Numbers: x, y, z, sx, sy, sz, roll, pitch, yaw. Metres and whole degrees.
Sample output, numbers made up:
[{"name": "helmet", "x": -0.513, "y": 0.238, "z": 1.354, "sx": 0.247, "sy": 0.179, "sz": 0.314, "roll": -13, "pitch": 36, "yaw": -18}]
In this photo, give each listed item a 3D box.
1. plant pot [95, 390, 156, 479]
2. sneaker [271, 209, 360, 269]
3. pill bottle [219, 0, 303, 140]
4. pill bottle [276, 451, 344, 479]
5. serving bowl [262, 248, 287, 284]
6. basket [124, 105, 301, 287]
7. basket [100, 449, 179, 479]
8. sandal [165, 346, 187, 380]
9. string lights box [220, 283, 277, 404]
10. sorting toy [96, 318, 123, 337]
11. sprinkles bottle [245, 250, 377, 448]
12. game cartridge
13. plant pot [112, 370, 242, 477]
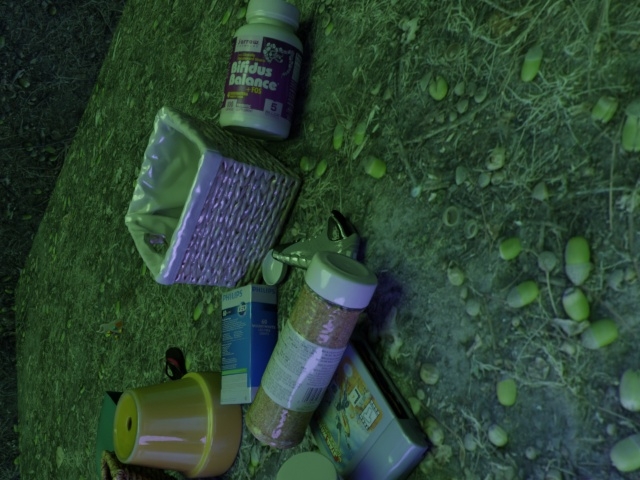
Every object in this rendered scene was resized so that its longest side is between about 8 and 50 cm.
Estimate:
[{"name": "plant pot", "x": -0.535, "y": 0.571, "z": 1.716, "sx": 0.165, "sy": 0.165, "sz": 0.234, "roll": 18, "pitch": 93, "yaw": 53}, {"name": "sneaker", "x": 0.000, "y": 0.000, "z": 1.238, "sx": 0.228, "sy": 0.086, "sz": 0.132, "roll": 13, "pitch": 87, "yaw": 43}, {"name": "pill bottle", "x": -0.132, "y": -0.398, "z": 1.427, "sx": 0.169, "sy": 0.169, "sz": 0.302, "roll": 8, "pitch": 88, "yaw": 54}, {"name": "pill bottle", "x": -0.004, "y": 0.450, "z": 1.009, "sx": 0.119, "sy": 0.119, "sz": 0.209, "roll": 46, "pitch": 156, "yaw": 48}, {"name": "serving bowl", "x": -0.099, "y": 0.062, "z": 1.388, "sx": 0.083, "sy": 0.027, "sz": 0.083, "roll": -18, "pitch": 67, "yaw": 50}, {"name": "basket", "x": -0.265, "y": -0.099, "z": 1.450, "sx": 0.328, "sy": 0.266, "sz": 0.331, "roll": 44, "pitch": 117, "yaw": 49}, {"name": "basket", "x": -0.446, "y": 0.644, "z": 1.417, "sx": 0.299, "sy": 0.223, "sz": 0.214, "roll": -14, "pitch": 48, "yaw": 63}, {"name": "sandal", "x": -0.411, "y": 0.366, "z": 1.718, "sx": 0.179, "sy": 0.040, "sz": 0.067, "roll": 52, "pitch": 122, "yaw": 46}, {"name": "string lights box", "x": -0.165, "y": 0.239, "z": 1.391, "sx": 0.133, "sy": 0.076, "sz": 0.260, "roll": -20, "pitch": 66, "yaw": 49}, {"name": "sorting toy", "x": -0.747, "y": 0.314, "z": 2.150, "sx": 0.083, "sy": 0.075, "sz": 0.045, "roll": -46, "pitch": 48, "yaw": 37}, {"name": "sprinkles bottle", "x": -0.021, "y": 0.197, "z": 1.086, "sx": 0.121, "sy": 0.121, "sz": 0.356, "roll": 44, "pitch": 116, "yaw": 49}, {"name": "game cartridge", "x": 0.059, "y": 0.312, "z": 1.096, "sx": 0.198, "sy": 0.062, "sz": 0.297, "roll": -57, "pitch": 42, "yaw": 22}, {"name": "plant pot", "x": -0.352, "y": 0.439, "z": 1.457, "sx": 0.254, "sy": 0.238, "sz": 0.254, "roll": -19, "pitch": 66, "yaw": 50}]
